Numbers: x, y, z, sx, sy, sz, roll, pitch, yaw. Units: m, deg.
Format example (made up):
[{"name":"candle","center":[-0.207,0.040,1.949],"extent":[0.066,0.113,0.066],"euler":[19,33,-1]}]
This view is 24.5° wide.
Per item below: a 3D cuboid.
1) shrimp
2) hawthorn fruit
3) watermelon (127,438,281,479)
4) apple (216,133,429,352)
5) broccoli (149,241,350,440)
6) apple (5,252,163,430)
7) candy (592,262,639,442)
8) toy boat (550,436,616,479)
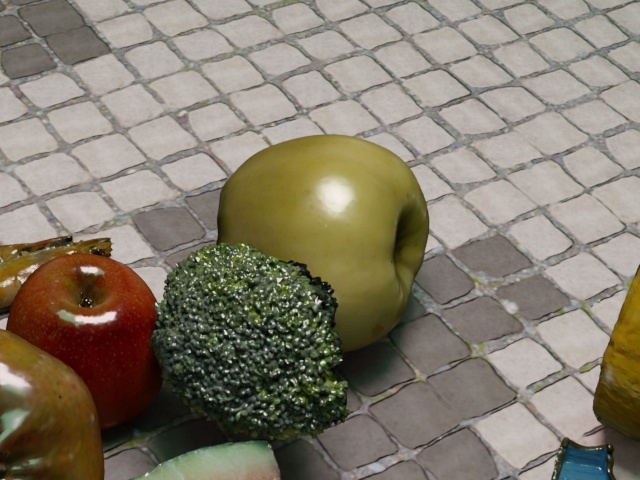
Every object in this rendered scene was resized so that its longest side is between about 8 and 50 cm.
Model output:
[{"name":"shrimp","center":[-0.353,0.027,1.789],"extent":[0.217,0.051,0.115],"euler":[-18,45,-22]},{"name":"hawthorn fruit","center":[-0.342,0.223,1.421],"extent":[0.267,0.301,0.268],"euler":[2,76,-9]},{"name":"watermelon","center":[-0.097,0.337,1.432],"extent":[0.193,0.140,0.257],"euler":[-12,54,-27]},{"name":"apple","center":[0.000,0.000,1.717],"extent":[0.262,0.262,0.262],"euler":[4,41,-3]},{"name":"broccoli","center":[-0.068,0.109,1.551],"extent":[0.226,0.198,0.176],"euler":[30,-1,-9]},{"name":"apple","center":[-0.254,0.113,1.618],"extent":[0.181,0.168,0.181],"euler":[8,43,-7]},{"name":"candy","center":[0.391,0.105,1.645],"extent":[0.118,0.260,0.260],"euler":[21,43,19]},{"name":"toy boat","center":[0.282,0.285,1.561],"extent":[0.075,0.077,0.185],"euler":[10,41,2]}]
